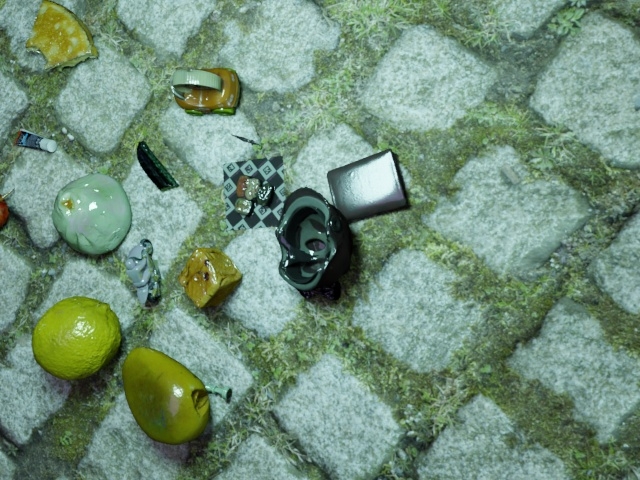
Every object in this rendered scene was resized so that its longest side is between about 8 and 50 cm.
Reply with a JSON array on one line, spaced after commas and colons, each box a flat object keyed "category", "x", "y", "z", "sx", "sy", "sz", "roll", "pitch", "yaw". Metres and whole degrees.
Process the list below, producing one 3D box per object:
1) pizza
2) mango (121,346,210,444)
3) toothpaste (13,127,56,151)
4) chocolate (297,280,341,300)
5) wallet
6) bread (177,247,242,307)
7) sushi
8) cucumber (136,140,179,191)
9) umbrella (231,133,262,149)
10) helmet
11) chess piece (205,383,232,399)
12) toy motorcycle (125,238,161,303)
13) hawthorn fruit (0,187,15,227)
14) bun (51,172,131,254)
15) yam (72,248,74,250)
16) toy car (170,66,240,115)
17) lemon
[{"category": "pizza", "x": -0.953, "y": -0.728, "z": 2.004, "sx": 0.223, "sy": 0.089, "sz": 0.323, "roll": -45, "pitch": 75, "yaw": 5}, {"category": "mango", "x": -0.515, "y": 0.500, "z": 1.778, "sx": 0.365, "sy": 0.182, "sz": 0.253, "roll": 44, "pitch": 106, "yaw": 15}, {"category": "toothpaste", "x": -1.078, "y": -0.377, "z": 2.057, "sx": 0.193, "sy": 0.045, "sz": 0.071, "roll": 15, "pitch": 85, "yaw": 23}, {"category": "chocolate", "x": -0.010, "y": 0.150, "z": 1.709, "sx": 0.147, "sy": 0.070, "sz": 0.072, "roll": 8, "pitch": 101, "yaw": 27}, {"category": "wallet", "x": 0.139, "y": -0.162, "z": 1.673, "sx": 0.229, "sy": 0.049, "sz": 0.182, "roll": -16, "pitch": 84, "yaw": 18}, {"category": "bread", "x": -0.357, "y": 0.119, "z": 1.762, "sx": 0.149, "sy": 0.158, "sz": 0.143, "roll": 47, "pitch": 106, "yaw": 12}, {"category": "sushi", "x": -0.225, "y": -0.154, "z": 1.783, "sx": 0.219, "sy": 0.047, "sz": 0.232, "roll": -5, "pitch": 87, "yaw": 17}, {"category": "cucumber", "x": -0.585, "y": -0.248, "z": 1.901, "sx": 0.070, "sy": 0.046, "sz": 0.220, "roll": -44, "pitch": 77, "yaw": 20}, {"category": "umbrella", "x": -0.244, "y": -0.334, "z": 1.813, "sx": 0.122, "sy": 0.013, "sz": 0.022, "roll": 27, "pitch": 118, "yaw": 15}, {"category": "helmet", "x": 0.000, "y": 0.000, "z": 1.635, "sx": 0.225, "sy": 0.177, "sz": 0.306, "roll": 0, "pitch": 85, "yaw": 44}, {"category": "chess piece", "x": -0.341, "y": 0.494, "z": 1.805, "sx": 0.093, "sy": 0.042, "sz": 0.042, "roll": 9, "pitch": 91, "yaw": 23}, {"category": "toy motorcycle", "x": -0.598, "y": 0.102, "z": 1.835, "sx": 0.073, "sy": 0.152, "sz": 0.225, "roll": -11, "pitch": 84, "yaw": 16}, {"category": "hawthorn fruit", "x": -1.249, "y": -0.123, "z": 2.037, "sx": 0.243, "sy": 0.207, "sz": 0.207, "roll": -35, "pitch": 78, "yaw": -15}, {"category": "bun", "x": -0.814, "y": -0.096, "z": 1.891, "sx": 0.293, "sy": 0.187, "sz": 0.293, "roll": 0, "pitch": 90, "yaw": 15}, {"category": "yam", "x": -0.929, "y": -0.012, "z": 2.009, "sx": 0.021, "sy": 0.021, "sz": 0.116, "roll": -36, "pitch": 80, "yaw": 13}, {"category": "toy car", "x": -0.390, "y": -0.497, "z": 1.756, "sx": 0.235, "sy": 0.235, "sz": 0.145, "roll": 3, "pitch": 89, "yaw": 17}, {"category": "lemon", "x": -0.823, "y": 0.334, "z": 1.843, "sx": 0.268, "sy": 0.268, "sz": 0.322, "roll": 44, "pitch": 104, "yaw": 14}]
